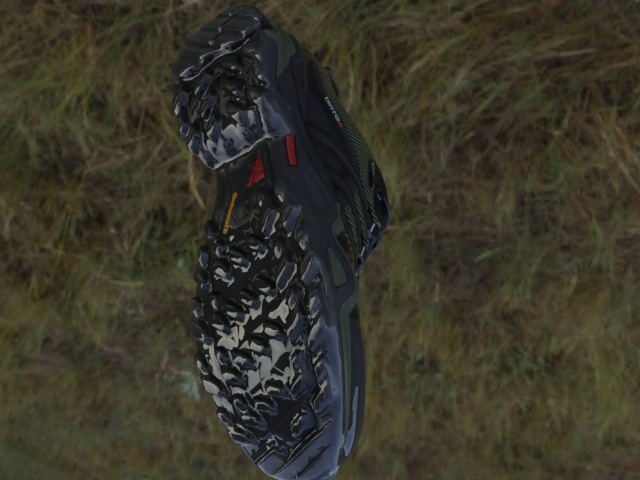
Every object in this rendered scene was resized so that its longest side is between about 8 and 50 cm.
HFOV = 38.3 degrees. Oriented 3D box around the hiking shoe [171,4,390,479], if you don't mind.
[{"bbox_3d":[0.000,0.000,0.443,0.086,0.226,0.114,-20,160,37],"label":"hiking shoe"}]
